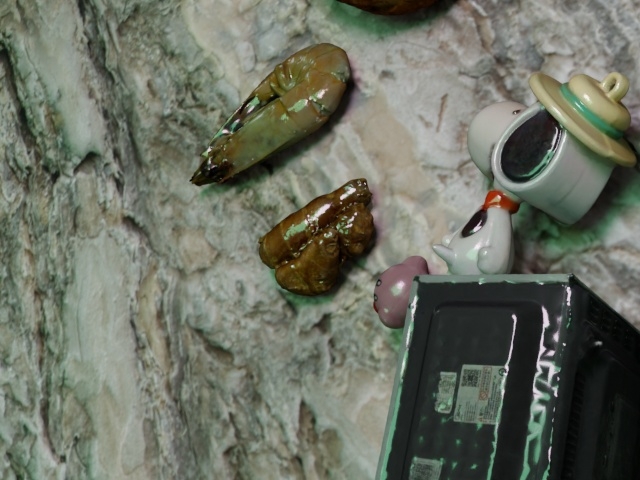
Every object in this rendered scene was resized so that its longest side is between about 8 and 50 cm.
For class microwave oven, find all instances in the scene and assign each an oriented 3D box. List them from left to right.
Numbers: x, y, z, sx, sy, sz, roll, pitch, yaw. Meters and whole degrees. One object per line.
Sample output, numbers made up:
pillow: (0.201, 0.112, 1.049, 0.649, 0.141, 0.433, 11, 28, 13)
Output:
microwave oven: (0.180, 0.201, 1.016, 0.181, 0.237, 0.295, -1, 67, 36)

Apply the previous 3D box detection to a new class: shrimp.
shrimp: (-0.070, -0.156, 1.475, 0.267, 0.061, 0.145, -42, 42, 20)

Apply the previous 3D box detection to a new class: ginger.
ginger: (0.000, 0.000, 1.343, 0.162, 0.073, 0.103, -39, 53, 18)

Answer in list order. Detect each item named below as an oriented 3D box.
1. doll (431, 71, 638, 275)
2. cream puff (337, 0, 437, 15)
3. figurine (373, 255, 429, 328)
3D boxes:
doll: (0.210, -0.032, 1.168, 0.208, 0.144, 0.271, -8, 62, 58)
cream puff: (0.067, -0.430, 1.378, 0.303, 0.212, 0.303, -16, 64, 37)
figurine: (0.092, 0.056, 1.250, 0.067, 0.071, 0.083, 25, 94, 8)
